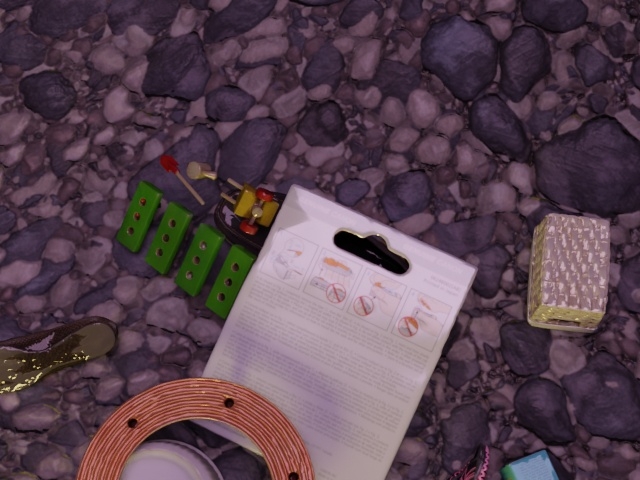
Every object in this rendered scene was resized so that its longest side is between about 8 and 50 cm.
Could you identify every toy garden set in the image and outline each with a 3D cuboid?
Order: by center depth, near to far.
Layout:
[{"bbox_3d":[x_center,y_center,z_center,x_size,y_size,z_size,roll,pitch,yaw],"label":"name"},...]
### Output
[{"bbox_3d":[-0.183,-0.029,1.616,0.244,0.049,0.204,34,108,25],"label":"toy garden set"}]

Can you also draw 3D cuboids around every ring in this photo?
[{"bbox_3d":[-0.173,0.358,1.447,0.336,0.032,0.337,0,73,-1],"label":"ring"}]

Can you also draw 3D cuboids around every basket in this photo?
[{"bbox_3d":[0.390,0.049,1.626,0.113,0.103,0.167,7,73,3],"label":"basket"}]

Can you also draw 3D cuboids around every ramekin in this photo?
[{"bbox_3d":[-0.237,0.388,1.510,0.207,0.109,0.207,0,73,-1],"label":"ramekin"}]

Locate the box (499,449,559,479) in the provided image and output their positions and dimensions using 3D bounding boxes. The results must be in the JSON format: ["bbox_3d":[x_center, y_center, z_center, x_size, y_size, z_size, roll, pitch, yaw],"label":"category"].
[{"bbox_3d":[0.340,0.431,1.506,0.060,0.100,0.244,-20,73,-6],"label":"box"}]

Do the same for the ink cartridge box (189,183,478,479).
[{"bbox_3d":[0.017,0.153,1.546,0.308,0.091,0.385,25,90,8],"label":"ink cartridge box"}]

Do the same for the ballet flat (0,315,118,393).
[{"bbox_3d":[-0.432,0.171,1.609,0.249,0.058,0.084,-19,109,-1],"label":"ballet flat"}]

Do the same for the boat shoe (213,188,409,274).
[{"bbox_3d":[0.000,0.000,1.624,0.355,0.130,0.132,23,73,6],"label":"boat shoe"}]

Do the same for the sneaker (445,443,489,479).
[{"bbox_3d":[0.217,0.357,1.561,0.057,0.047,0.119,17,71,17],"label":"sneaker"}]
